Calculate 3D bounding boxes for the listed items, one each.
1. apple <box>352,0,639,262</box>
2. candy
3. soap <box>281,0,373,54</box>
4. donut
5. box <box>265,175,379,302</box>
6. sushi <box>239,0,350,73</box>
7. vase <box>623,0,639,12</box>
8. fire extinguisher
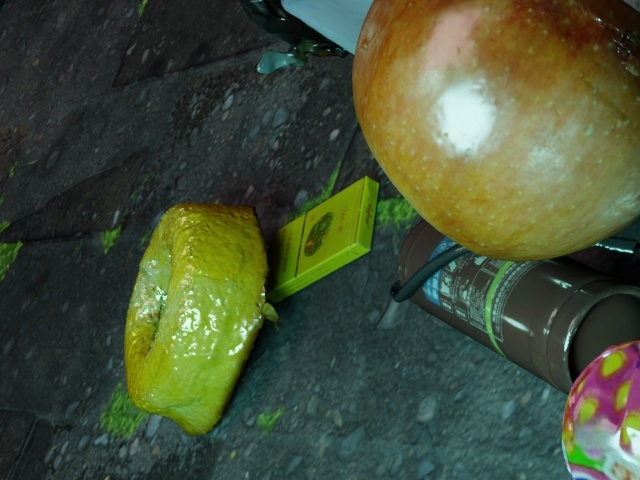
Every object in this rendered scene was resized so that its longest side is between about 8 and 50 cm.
[{"bbox_3d":[0.141,-0.100,1.209,0.206,0.251,0.272,-56,-4,10],"label":"apple"},{"bbox_3d":[0.255,0.013,1.125,0.124,0.124,0.365,27,104,62],"label":"candy"},{"bbox_3d":[0.134,-0.271,1.496,0.107,0.285,0.296,-14,54,55],"label":"soap"},{"bbox_3d":[-0.130,0.079,1.772,0.253,0.118,0.253,-170,90,-71],"label":"donut"},{"bbox_3d":[0.000,0.000,1.732,0.155,0.023,0.087,-30,37,43],"label":"box"},{"bbox_3d":[0.043,-0.337,1.708,0.281,0.299,0.294,-41,22,-27],"label":"sushi"},{"bbox_3d":[0.310,-0.178,1.282,0.143,0.143,0.299,-59,26,1],"label":"vase"},{"bbox_3d":[0.155,0.028,1.371,0.141,0.105,0.341,-46,28,-7],"label":"fire extinguisher"}]
